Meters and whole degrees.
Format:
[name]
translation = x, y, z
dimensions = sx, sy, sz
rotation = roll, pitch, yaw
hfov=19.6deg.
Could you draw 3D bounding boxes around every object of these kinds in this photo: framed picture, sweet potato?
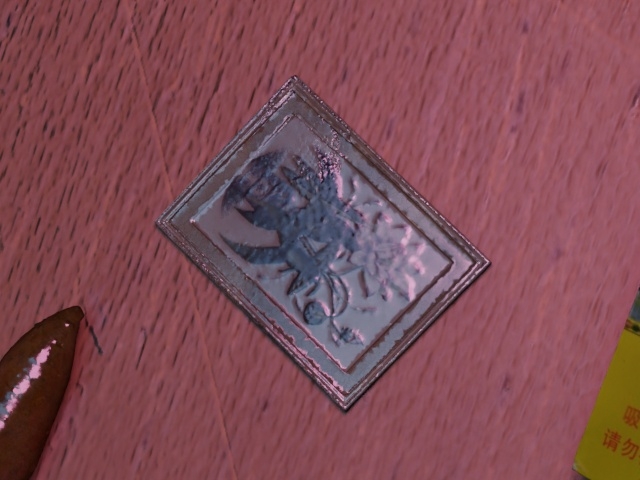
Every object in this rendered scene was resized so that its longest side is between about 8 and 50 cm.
[framed picture]
translation = 0.000, 0.000, 1.500
dimensions = 0.231, 0.010, 0.173
rotation = 43, 91, 15
[sweet potato]
translation = -0.309, 0.193, 1.501
dimensions = 0.346, 0.079, 0.108
rotation = -36, 47, 5

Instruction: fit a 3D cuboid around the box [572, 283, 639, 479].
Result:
[box]
translation = 0.321, 0.052, 1.339
dimensions = 0.187, 0.047, 0.335
rotation = 26, 101, 34
